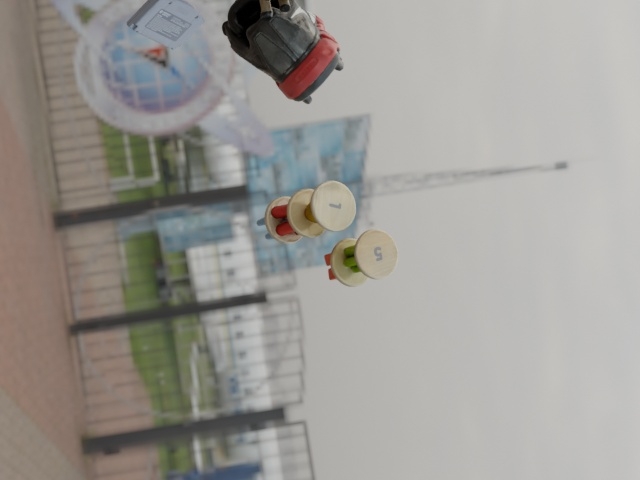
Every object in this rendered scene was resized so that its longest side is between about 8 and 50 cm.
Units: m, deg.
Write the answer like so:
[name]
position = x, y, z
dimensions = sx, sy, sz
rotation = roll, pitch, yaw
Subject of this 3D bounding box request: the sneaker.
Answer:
[sneaker]
position = -0.057, -0.260, 1.621
dimensions = 0.135, 0.097, 0.276
rotation = 41, 8, -19

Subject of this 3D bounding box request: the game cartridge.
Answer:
[game cartridge]
position = -0.161, -0.234, 1.384
dimensions = 0.017, 0.056, 0.083
rotation = 59, 19, 24

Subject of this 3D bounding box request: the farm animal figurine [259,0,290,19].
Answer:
[farm animal figurine]
position = 0.044, -0.383, 1.356
dimensions = 0.327, 0.330, 0.172
rotation = 66, 11, -78

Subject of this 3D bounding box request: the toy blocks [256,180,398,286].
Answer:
[toy blocks]
position = 0.000, 0.000, 1.394
dimensions = 0.123, 0.054, 0.148
rotation = 48, -28, -15
